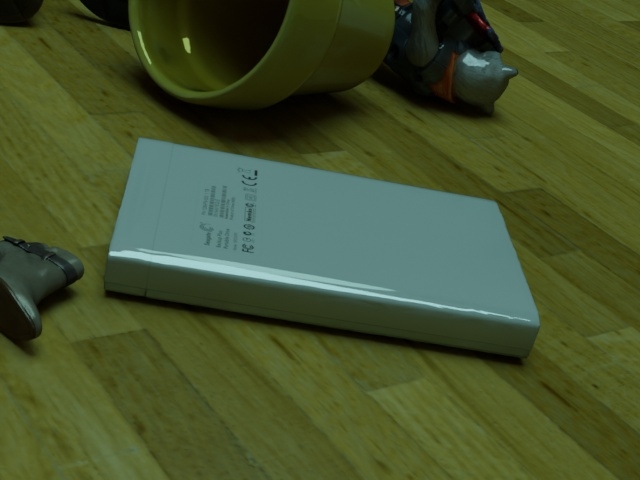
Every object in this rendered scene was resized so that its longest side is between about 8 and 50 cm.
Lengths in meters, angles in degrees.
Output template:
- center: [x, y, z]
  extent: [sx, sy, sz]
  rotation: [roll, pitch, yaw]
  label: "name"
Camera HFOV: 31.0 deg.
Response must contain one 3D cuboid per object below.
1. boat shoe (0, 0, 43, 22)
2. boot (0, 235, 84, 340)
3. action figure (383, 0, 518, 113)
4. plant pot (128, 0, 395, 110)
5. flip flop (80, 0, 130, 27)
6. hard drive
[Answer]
- center: [-0.482, -0.329, 1.363]
  extent: [0.302, 0.109, 0.098]
  rotation: [7, 22, -23]
  label: "boat shoe"
- center: [-0.217, 0.032, 0.876]
  extent: [0.118, 0.042, 0.087]
  rotation: [34, 31, 33]
  label: "boot"
- center: [0.119, -0.269, 1.529]
  extent: [0.330, 0.178, 0.341]
  rotation: [36, 5, 26]
  label: "action figure"
- center: [-0.047, -0.267, 1.313]
  extent: [0.254, 0.254, 0.239]
  rotation: [35, 20, 34]
  label: "plant pot"
- center: [-0.191, -0.324, 1.477]
  extent: [0.277, 0.112, 0.080]
  rotation: [11, 25, -12]
  label: "flip flop"
- center: [0.000, 0.000, 1.027]
  extent: [0.353, 0.047, 0.233]
  rotation: [9, 28, -7]
  label: "hard drive"
